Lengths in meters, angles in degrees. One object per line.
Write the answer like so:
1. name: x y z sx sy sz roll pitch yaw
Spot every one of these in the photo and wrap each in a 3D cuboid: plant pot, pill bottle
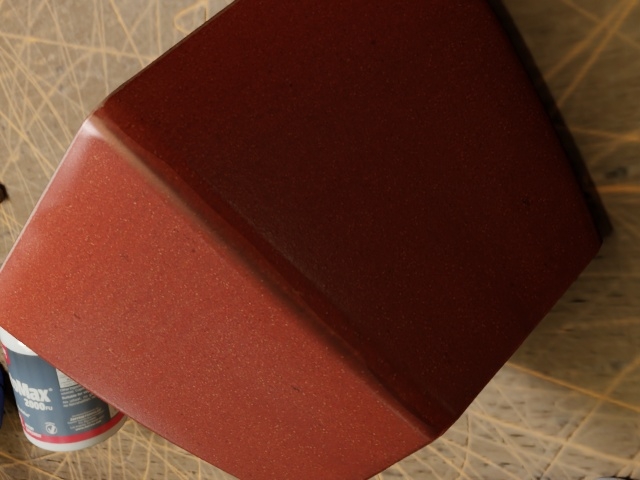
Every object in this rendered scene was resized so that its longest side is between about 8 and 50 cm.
1. plant pot: 0.000 0.000 0.808 0.236 0.267 0.267 46 145 0
2. pill bottle: -0.251 0.102 1.316 0.108 0.108 0.180 23 130 42

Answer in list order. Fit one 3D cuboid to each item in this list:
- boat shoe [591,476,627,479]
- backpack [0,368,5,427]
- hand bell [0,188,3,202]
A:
1. boat shoe: 0.142 0.204 0.905 0.228 0.076 0.080 -5 110 54
2. backpack: -0.423 0.176 1.602 0.098 0.101 0.120 112 154 -46
3. hand bell: -0.423 -0.056 1.459 0.242 0.126 0.126 6 119 36
